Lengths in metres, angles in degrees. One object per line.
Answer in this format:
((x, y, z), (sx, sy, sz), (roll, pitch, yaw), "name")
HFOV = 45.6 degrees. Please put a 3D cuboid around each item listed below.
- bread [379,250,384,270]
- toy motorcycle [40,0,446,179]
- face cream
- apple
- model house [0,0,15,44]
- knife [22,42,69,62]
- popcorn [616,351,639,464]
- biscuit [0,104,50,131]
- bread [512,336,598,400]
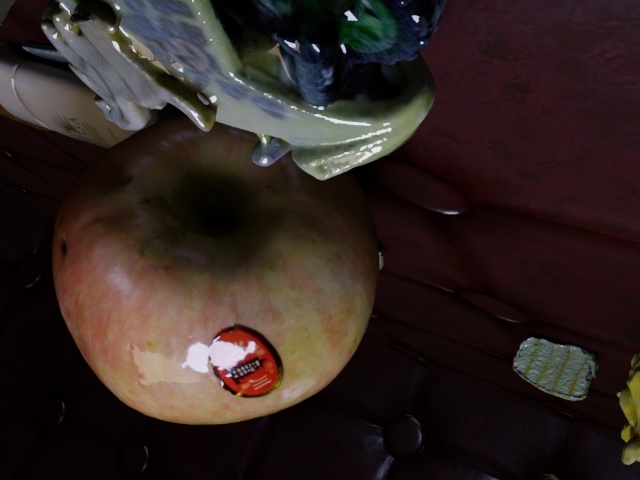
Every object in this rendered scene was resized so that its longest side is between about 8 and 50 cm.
((0.000, 0.000, 1.328), (0.286, 0.056, 0.207), (12, 160, 45), "bread")
((-0.080, -0.164, 0.542), (0.410, 0.169, 0.237), (23, 163, 34), "toy motorcycle")
((-0.329, -0.187, 1.104), (0.348, 0.081, 0.173), (19, 167, 23), "face cream")
((-0.117, 0.039, 0.939), (0.391, 0.391, 0.346), (22, 148, 9), "apple")
((-0.457, -0.237, 0.742), (0.211, 0.243, 0.204), (21, 168, 16), "model house")
((-0.326, -0.244, 1.014), (0.210, 0.015, 0.028), (17, 173, 35), "knife")
((0.483, 0.228, 0.998), (0.181, 0.217, 0.235), (23, 157, 25), "popcorn")
((-0.611, -0.269, 1.413), (0.215, 0.034, 0.182), (25, 168, -3), "biscuit")
((0.449, 0.249, 1.415), (0.156, 0.103, 0.110), (22, 165, 44), "bread")
